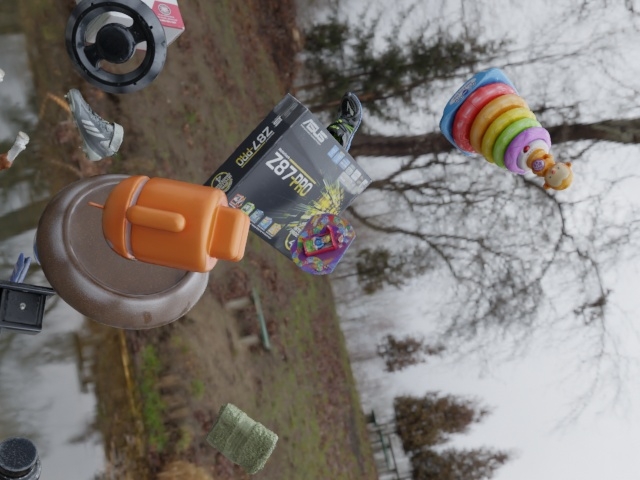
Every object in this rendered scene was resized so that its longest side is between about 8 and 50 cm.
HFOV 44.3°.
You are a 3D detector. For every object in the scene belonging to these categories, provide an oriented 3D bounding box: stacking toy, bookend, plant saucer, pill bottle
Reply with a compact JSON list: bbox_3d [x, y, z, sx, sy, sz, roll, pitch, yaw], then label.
[{"bbox_3d":[0.392,-0.193,1.567,0.166,0.175,0.302,33,16,-47],"label":"stacking toy"},{"bbox_3d":[-0.543,0.149,1.331,0.072,0.156,0.157,-22,-121,57],"label":"bookend"},{"bbox_3d":[-0.332,0.004,1.376,0.050,0.311,0.310,-46,-130,50],"label":"plant saucer"},{"bbox_3d":[-0.742,0.573,1.900,0.122,0.123,0.219,-104,-151,-44],"label":"pill bottle"}]

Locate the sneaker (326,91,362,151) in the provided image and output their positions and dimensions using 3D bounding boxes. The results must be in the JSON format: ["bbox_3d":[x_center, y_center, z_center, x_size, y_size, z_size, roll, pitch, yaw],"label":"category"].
[{"bbox_3d":[0.060,-0.314,2.161,0.078,0.067,0.188,-1,111,-63],"label":"sneaker"}]

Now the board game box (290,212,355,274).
[{"bbox_3d":[0.000,0.000,1.956,0.133,0.168,0.033,28,-15,24],"label":"board game box"}]

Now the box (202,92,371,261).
[{"bbox_3d":[-0.075,-0.146,2.016,0.097,0.318,0.395,43,1,35],"label":"box"}]

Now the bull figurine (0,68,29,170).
[{"bbox_3d":[-0.657,-0.217,1.453,0.101,0.188,0.310,15,38,-58],"label":"bull figurine"}]

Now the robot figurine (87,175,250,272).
[{"bbox_3d":[-0.216,-0.024,1.133,0.158,0.220,0.128,-72,172,-56],"label":"robot figurine"}]

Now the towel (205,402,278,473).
[{"bbox_3d":[-0.128,0.321,1.260,0.027,0.110,0.148,-54,175,-41],"label":"towel"}]

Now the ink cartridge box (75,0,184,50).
[{"bbox_3d":[-0.498,-0.644,1.975,0.131,0.226,0.306,-32,-110,41],"label":"ink cartridge box"}]

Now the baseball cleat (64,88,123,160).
[{"bbox_3d":[-0.523,-0.276,1.834,0.205,0.110,0.072,90,-18,-51],"label":"baseball cleat"}]

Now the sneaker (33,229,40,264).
[{"bbox_3d":[-0.565,-0.028,1.736,0.080,0.211,0.081,30,10,-33],"label":"sneaker"}]

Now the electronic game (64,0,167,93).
[{"bbox_3d":[-0.461,-0.444,1.772,0.048,0.229,0.229,-86,167,-66],"label":"electronic game"}]

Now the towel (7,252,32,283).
[{"bbox_3d":[-0.729,0.202,1.697,0.336,0.040,0.243,-58,-160,9],"label":"towel"}]
